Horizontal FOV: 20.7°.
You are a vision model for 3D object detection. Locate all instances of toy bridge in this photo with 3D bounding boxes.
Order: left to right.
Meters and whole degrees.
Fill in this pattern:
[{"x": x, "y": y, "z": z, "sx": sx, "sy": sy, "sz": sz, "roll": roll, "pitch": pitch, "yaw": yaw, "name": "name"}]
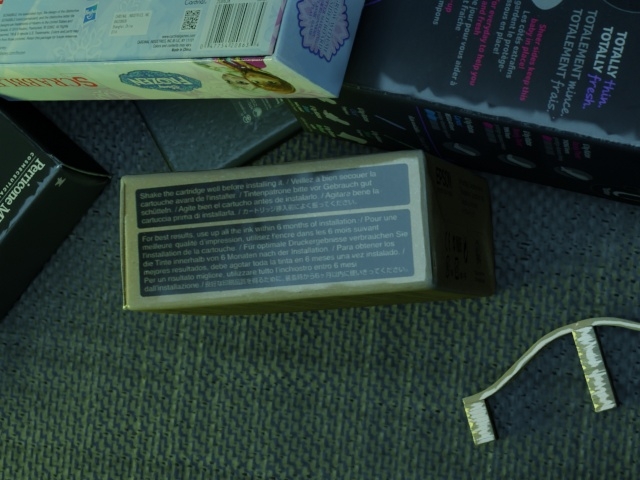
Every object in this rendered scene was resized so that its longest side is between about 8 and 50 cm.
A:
[{"x": 0.186, "y": 0.085, "z": 1.187, "sx": 0.188, "sy": 0.026, "sz": 0.063, "roll": -18, "pitch": 82, "yaw": 13, "name": "toy bridge"}]

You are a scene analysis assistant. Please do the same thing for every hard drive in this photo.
[{"x": -0.062, "y": -0.104, "z": 1.262, "sx": 0.135, "sy": 0.022, "sz": 0.094, "roll": -31, "pitch": 81, "yaw": 11, "name": "hard drive"}]

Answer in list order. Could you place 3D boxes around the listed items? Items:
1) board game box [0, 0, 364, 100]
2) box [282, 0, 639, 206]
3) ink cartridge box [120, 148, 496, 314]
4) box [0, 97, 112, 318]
[{"x": -0.083, "y": -0.248, "z": 1.147, "sx": 0.319, "sy": 0.066, "sz": 0.318, "roll": 5, "pitch": 74, "yaw": 42, "name": "board game box"}, {"x": 0.119, "y": -0.137, "z": 1.141, "sx": 0.270, "sy": 0.143, "sz": 0.165, "roll": 14, "pitch": 80, "yaw": 15, "name": "box"}, {"x": 0.000, "y": 0.000, "z": 1.133, "sx": 0.193, "sy": 0.235, "sz": 0.088, "roll": -4, "pitch": 87, "yaw": 14, "name": "ink cartridge box"}, {"x": -0.310, "y": -0.006, "z": 1.285, "sx": 0.184, "sy": 0.103, "sz": 0.261, "roll": 42, "pitch": 98, "yaw": 16, "name": "box"}]
